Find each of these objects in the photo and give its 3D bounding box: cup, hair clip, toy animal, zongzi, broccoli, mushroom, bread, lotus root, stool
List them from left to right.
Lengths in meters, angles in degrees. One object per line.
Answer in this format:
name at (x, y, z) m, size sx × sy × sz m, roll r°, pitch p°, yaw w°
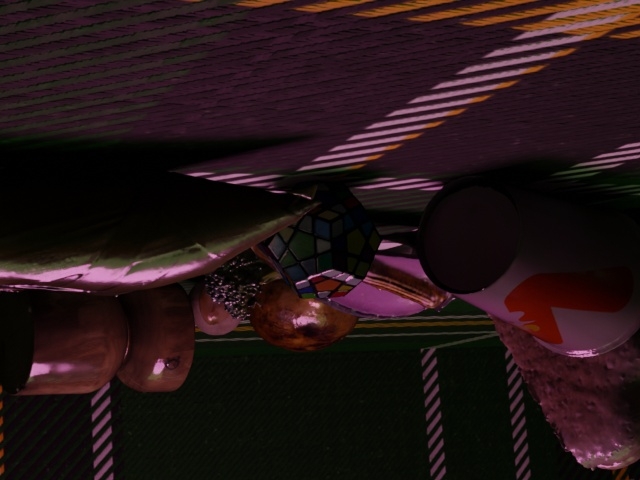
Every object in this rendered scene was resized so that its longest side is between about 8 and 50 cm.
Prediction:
stool at (-0.349, 0.147, 1.911) m, size 0.264 × 0.179 × 0.179 m, roll 3°, pitch 168°, yaw -33°
zongzi at (-0.187, -0.021, 1.142) m, size 0.289 × 0.123 × 0.260 m, roll -11°, pitch 170°, yaw 35°
mushroom at (-0.161, 0.099, 1.973) m, size 0.097 × 0.088 × 0.212 m, roll -21°, pitch 168°, yaw -13°
broccoli at (-0.051, 0.021, 1.575) m, size 0.204 × 0.118 × 0.122 m, roll -18°, pitch 163°, yaw -18°
lotus root at (-0.023, 0.087, 1.795) m, size 0.169 × 0.141 × 0.314 m, roll 0°, pitch 170°, yaw -6°
hair clip at (0.042, 0.042, 1.531) m, size 0.095 × 0.110 × 0.358 m, roll 25°, pitch -175°, yaw 42°
toy animal at (0.132, 0.031, 1.714) m, size 0.169 × 0.090 × 0.255 m, roll -15°, pitch 171°, yaw 18°
cup at (0.244, 0.023, 1.453) m, size 0.203 × 0.203 × 0.288 m, roll -11°, pitch 161°, yaw 36°
bread at (0.340, 0.122, 1.608) m, size 0.183 × 0.337 × 0.102 m, roll -42°, pitch 148°, yaw 25°

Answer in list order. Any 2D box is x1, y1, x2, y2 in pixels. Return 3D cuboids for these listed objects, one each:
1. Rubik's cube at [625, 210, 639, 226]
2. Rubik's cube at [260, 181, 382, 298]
Rubik's cube at (0.461, 0.060, 1.720) m, size 0.180 × 0.183 × 0.167 m, roll 2°, pitch 170°, yaw -23°
Rubik's cube at (0.000, 0.000, 1.340) m, size 0.133 × 0.133 × 0.112 m, roll -2°, pitch 128°, yaw -12°
